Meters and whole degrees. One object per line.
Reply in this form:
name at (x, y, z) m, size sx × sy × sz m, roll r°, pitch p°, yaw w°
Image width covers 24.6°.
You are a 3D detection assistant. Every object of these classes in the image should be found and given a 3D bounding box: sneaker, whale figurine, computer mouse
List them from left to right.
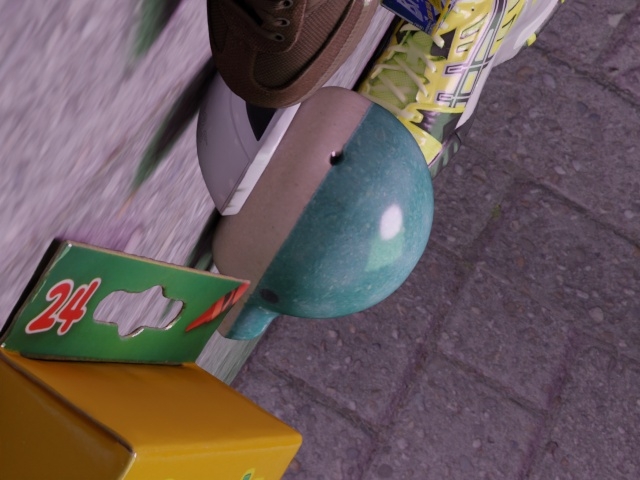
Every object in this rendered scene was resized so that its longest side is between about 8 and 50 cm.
sneaker at (-0.014, -0.111, 0.471) m, size 0.071 × 0.066 × 0.188 m, roll -34°, pitch 156°, yaw -42°
computer mouse at (-0.020, -0.093, 0.719) m, size 0.106 × 0.042 × 0.193 m, roll -54°, pitch -172°, yaw 49°
whale figurine at (0.000, 0.000, 1.139) m, size 0.216 × 0.141 × 0.272 m, roll -58°, pitch 179°, yaw -25°
sneaker at (0.116, -0.206, 1.601) m, size 0.385 × 0.145 × 0.147 m, roll -56°, pitch 147°, yaw -11°

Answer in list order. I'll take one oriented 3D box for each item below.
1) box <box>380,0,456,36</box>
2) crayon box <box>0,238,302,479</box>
box at (0.096, -0.231, 1.219) m, size 0.054 × 0.059 × 0.169 m, roll -57°, pitch 178°, yaw -13°
crayon box at (-0.123, 0.161, 0.664) m, size 0.319 × 0.081 × 0.202 m, roll -60°, pitch 161°, yaw 5°
